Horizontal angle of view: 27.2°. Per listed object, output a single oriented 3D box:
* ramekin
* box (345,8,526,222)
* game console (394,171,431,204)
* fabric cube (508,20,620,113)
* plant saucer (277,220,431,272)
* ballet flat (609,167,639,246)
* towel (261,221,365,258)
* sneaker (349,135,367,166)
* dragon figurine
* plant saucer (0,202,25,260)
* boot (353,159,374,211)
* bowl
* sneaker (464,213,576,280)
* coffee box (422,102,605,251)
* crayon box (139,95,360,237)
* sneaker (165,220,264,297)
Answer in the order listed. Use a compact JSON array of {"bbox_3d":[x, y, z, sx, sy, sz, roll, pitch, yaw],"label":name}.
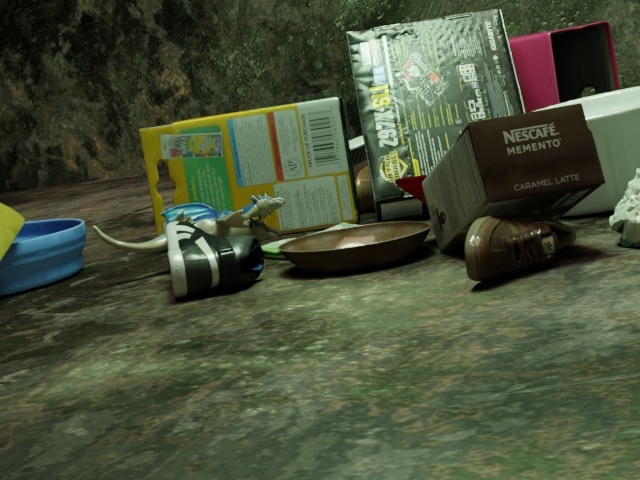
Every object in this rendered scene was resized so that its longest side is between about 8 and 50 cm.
[{"bbox_3d":[0.398,-0.127,1.853,0.277,0.135,0.277,-13,9,2],"label":"ramekin"},{"bbox_3d":[0.189,-0.201,2.086,0.257,0.322,0.079,-10,-27,2],"label":"box"},{"bbox_3d":[0.196,-0.078,1.748,0.144,0.124,0.085,31,12,-30],"label":"game console"},{"bbox_3d":[0.358,-0.231,2.313,0.258,0.254,0.259,-6,9,37],"label":"fabric cube"},{"bbox_3d":[0.046,0.010,1.690,0.199,0.036,0.198,-9,7,1],"label":"plant saucer"},{"bbox_3d":[0.473,-0.093,1.598,0.147,0.147,0.409,-2,11,44],"label":"ballet flat"},{"bbox_3d":[0.000,0.000,1.868,0.152,0.023,0.113,-14,8,-31],"label":"towel"},{"bbox_3d":[0.093,-0.162,2.495,0.290,0.105,0.123,-11,11,-14],"label":"sneaker"},{"bbox_3d":[-0.181,-0.009,1.909,0.289,0.085,0.144,-10,7,-12],"label":"dragon figurine"},{"bbox_3d":[-0.598,0.031,1.746,0.333,0.081,0.333,-7,26,9],"label":"plant saucer"},{"bbox_3d":[0.029,-0.098,2.310,0.207,0.090,0.248,-7,11,2],"label":"boot"},{"bbox_3d":[-0.549,0.039,2.023,0.391,0.077,0.391,-9,8,1],"label":"bowl"},{"bbox_3d":[0.218,0.000,1.438,0.071,0.066,0.188,-3,10,30],"label":"sneaker"},{"bbox_3d":[0.221,-0.069,1.564,0.141,0.098,0.246,-11,-11,-11],"label":"coffee box"},{"bbox_3d":[-0.111,-0.108,2.119,0.323,0.203,0.083,-8,7,6],"label":"crayon box"},{"bbox_3d":[-0.134,0.022,1.696,0.121,0.079,0.217,-7,15,-6],"label":"sneaker"}]
